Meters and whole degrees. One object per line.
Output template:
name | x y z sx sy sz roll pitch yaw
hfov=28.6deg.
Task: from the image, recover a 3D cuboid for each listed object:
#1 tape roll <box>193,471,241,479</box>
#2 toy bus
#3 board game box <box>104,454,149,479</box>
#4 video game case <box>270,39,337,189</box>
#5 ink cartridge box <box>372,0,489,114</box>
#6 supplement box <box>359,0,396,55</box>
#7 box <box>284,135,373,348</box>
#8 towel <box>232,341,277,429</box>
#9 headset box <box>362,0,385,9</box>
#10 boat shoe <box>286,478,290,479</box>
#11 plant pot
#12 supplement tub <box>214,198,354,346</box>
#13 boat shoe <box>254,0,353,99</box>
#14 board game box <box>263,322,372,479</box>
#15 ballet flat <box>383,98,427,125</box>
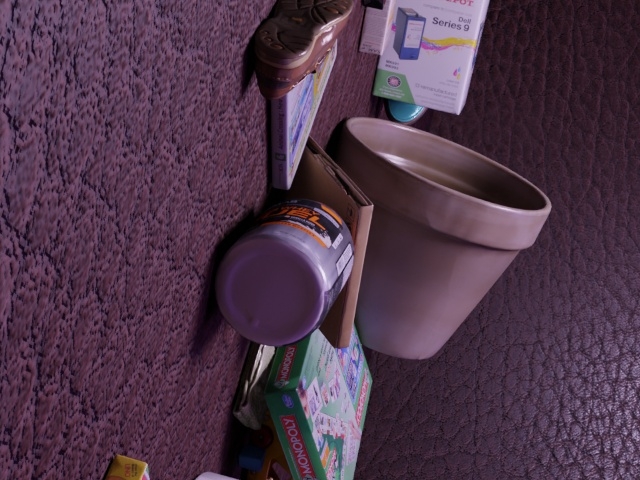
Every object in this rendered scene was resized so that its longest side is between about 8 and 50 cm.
tape roll | -0.146 0.450 1.373 0.392 0.072 0.392 14 90 -83
toy bus | -0.051 0.329 1.726 0.191 0.104 0.202 -67 168 -49
board game box | -0.187 0.306 0.965 0.124 0.039 0.259 94 15 -50
video game case | -0.016 -0.193 1.364 0.193 0.023 0.212 92 13 -56
ink cartridge box | 0.184 -0.333 2.082 0.093 0.154 0.212 -54 157 -67
supplement box | 0.085 -0.325 1.816 0.062 0.036 0.098 -63 164 -62
box | 0.000 0.000 1.456 0.164 0.021 0.201 50 -38 44
towel | -0.077 0.179 1.566 0.148 0.027 0.110 80 25 -72
headset box | 0.083 -0.372 1.739 0.062 0.032 0.083 91 16 -58
boat shoe | -0.054 0.537 1.907 0.500 0.156 0.187 -62 162 -67
plant pot | 0.133 0.008 1.846 0.323 0.323 0.280 -53 166 -72
supplement tub | -0.031 0.025 1.288 0.190 0.117 0.117 -57 159 -71
boat shoe | -0.020 -0.192 1.203 0.178 0.064 0.060 -56 164 -52
board game box | 0.004 0.191 1.647 0.317 0.046 0.214 -73 150 -60
ballet flat | 0.174 -0.333 2.274 0.096 0.095 0.281 134 -29 -81
